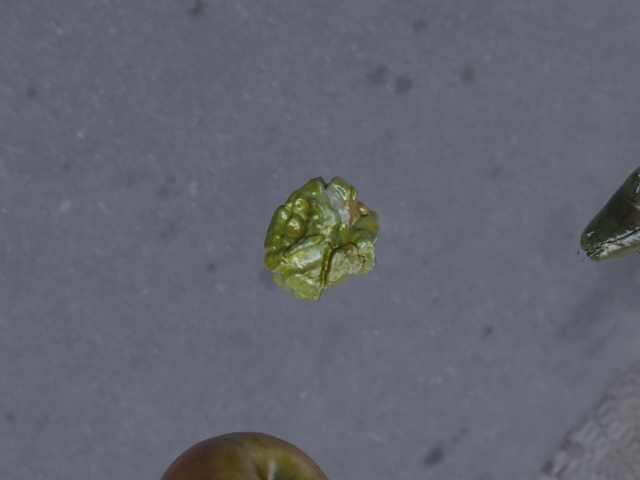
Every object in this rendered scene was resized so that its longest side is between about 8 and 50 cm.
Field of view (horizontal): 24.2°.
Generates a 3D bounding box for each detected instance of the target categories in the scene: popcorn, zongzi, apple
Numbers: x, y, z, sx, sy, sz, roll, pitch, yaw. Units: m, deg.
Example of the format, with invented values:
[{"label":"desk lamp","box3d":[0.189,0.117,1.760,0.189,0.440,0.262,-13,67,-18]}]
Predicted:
[{"label":"popcorn","box3d":[0.000,0.000,1.689,0.126,0.145,0.126,31,133,-14]},{"label":"zongzi","box3d":[0.341,0.012,1.562,0.154,0.130,0.062,-54,177,30]},{"label":"apple","box3d":[-0.083,0.308,1.573,0.235,0.210,0.173,13,121,-50]}]
